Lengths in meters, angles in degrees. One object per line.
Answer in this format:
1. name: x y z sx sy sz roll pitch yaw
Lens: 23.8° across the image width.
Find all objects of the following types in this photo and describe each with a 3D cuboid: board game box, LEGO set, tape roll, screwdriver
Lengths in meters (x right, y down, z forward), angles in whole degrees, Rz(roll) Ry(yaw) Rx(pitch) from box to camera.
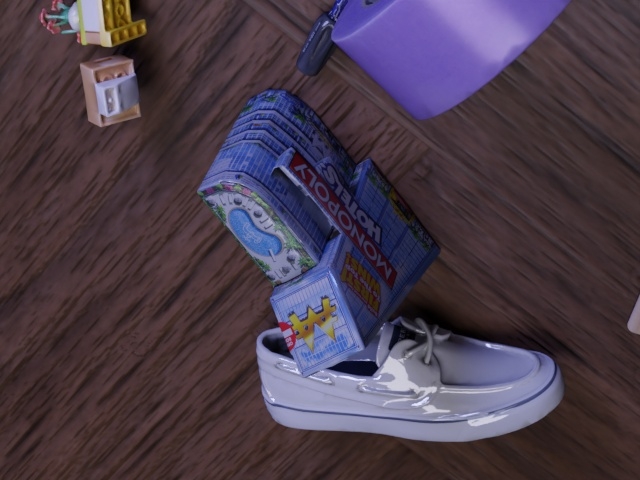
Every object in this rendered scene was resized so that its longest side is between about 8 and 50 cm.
1. board game box: 0.000 0.000 1.133 0.060 0.194 0.194 -28 112 27
2. LEGO set: -0.213 -0.214 1.106 0.107 0.132 0.287 8 149 28
3. tape roll: 0.100 -0.175 1.000 0.080 0.189 0.189 41 122 -13
4. screwdriver: 0.028 -0.192 1.115 0.024 0.025 0.170 29 115 -5

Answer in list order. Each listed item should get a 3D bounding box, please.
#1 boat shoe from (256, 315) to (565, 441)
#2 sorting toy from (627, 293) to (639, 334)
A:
1. boat shoe: 0.068 0.107 1.245 0.258 0.095 0.084 -5 125 15
2. sorting toy: 0.285 0.048 1.204 0.062 0.012 0.083 19 128 7
